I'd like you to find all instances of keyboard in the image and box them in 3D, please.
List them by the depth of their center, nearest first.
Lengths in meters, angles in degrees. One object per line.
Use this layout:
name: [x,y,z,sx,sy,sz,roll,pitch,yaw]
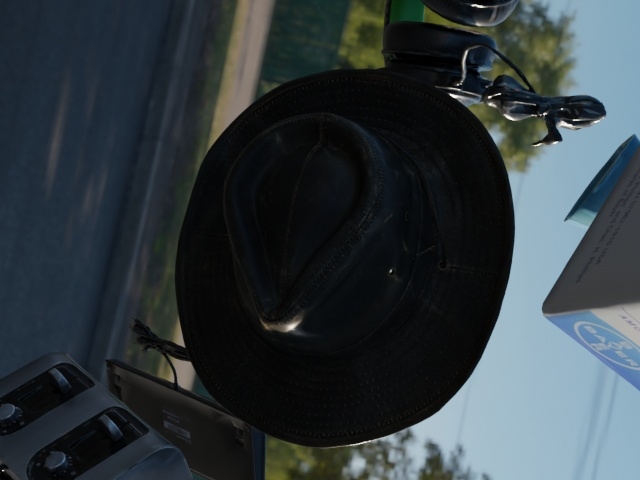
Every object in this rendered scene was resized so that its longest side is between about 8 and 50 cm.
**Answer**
keyboard: [-0.187,0.215,1.678,0.033,0.317,0.201,-21,116,-43]

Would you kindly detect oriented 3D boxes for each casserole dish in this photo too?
casserole dish: [0.320,-0.058,1.376,0.114,0.037,0.188,-54,173,2]

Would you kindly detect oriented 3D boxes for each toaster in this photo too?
toaster: [-0.176,0.198,0.960,0.110,0.168,0.185,-35,131,-24]

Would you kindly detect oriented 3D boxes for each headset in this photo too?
headset: [0.167,-0.233,1.325,0.394,0.185,0.243,-103,-155,-56]

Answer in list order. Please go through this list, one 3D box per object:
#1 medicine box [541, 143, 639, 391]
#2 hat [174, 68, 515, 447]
medicine box: [0.295,0.042,0.568,0.149,0.263,0.289,-55,-170,-15]
hat: [0.000,0.000,1.010,0.134,0.331,0.331,34,67,-70]
